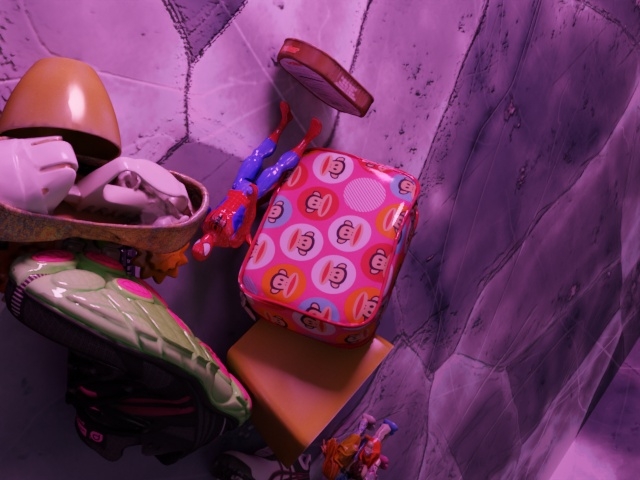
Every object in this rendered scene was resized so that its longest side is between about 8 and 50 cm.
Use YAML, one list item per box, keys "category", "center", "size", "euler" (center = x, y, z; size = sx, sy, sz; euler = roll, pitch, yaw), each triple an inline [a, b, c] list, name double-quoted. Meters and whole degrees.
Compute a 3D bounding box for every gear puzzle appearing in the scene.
- category: "gear puzzle"
  center: [-0.306, 0.005, 0.837]
  size: [0.339, 0.044, 0.175]
  euler: [16, 91, -43]

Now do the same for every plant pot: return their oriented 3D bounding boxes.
- category: "plant pot"
  center: [-0.295, -0.151, 0.770]
  size: [0.134, 0.134, 0.095]
  euler: [12, 74, -48]
- category: "plant pot"
  center: [-0.040, 0.212, 1.091]
  size: [0.212, 0.187, 0.212]
  euler: [-45, 169, -26]

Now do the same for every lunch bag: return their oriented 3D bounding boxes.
- category: "lunch bag"
  center: [0.000, 0.000, 1.041]
  size: [0.120, 0.258, 0.293]
  euler: [83, 28, -61]

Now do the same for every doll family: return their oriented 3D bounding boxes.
- category: "doll family"
  center: [0.061, 0.467, 1.410]
  size: [0.163, 0.118, 0.263]
  euler: [-45, 151, -34]

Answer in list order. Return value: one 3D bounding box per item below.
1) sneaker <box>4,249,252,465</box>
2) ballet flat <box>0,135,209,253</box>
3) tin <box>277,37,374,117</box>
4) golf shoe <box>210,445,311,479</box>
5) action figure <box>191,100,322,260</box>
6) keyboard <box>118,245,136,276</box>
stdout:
- category: "sneaker"
  center: [-0.243, 0.185, 0.871]
  size: [0.202, 0.185, 0.483]
  euler: [-42, 143, -12]
- category: "ballet flat"
  center: [-0.270, -0.058, 0.748]
  size: [0.349, 0.123, 0.123]
  euler: [11, 97, -47]
- category: "tin"
  center: [0.009, -0.250, 1.054]
  size: [0.190, 0.106, 0.040]
  euler: [31, 83, -47]
- category: "golf shoe"
  center: [-0.103, 0.411, 1.221]
  size: [0.273, 0.105, 0.120]
  euler: [53, 50, -50]
- category: "action figure"
  center: [-0.109, -0.096, 0.982]
  size: [0.280, 0.091, 0.139]
  euler: [-57, 165, -14]
- category: "keyboard"
  center: [-0.298, 0.068, 0.918]
  size: [0.108, 0.023, 0.180]
  euler: [-10, 111, -44]
